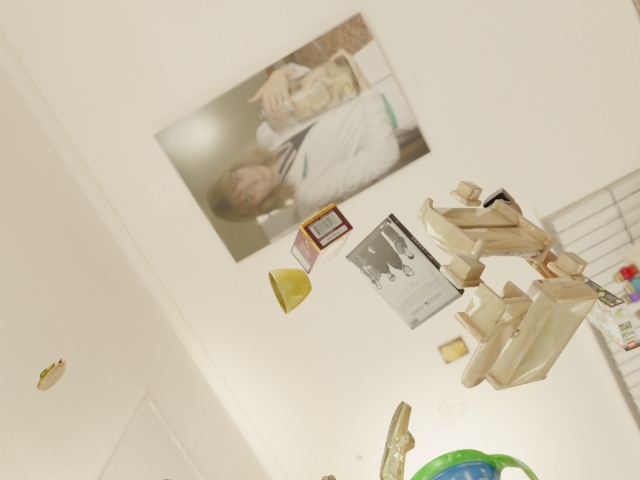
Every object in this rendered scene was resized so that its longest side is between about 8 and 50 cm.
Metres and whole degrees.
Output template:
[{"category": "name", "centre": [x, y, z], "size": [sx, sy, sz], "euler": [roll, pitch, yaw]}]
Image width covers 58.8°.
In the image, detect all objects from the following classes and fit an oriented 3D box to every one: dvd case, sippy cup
[{"category": "dvd case", "centre": [0.189, 0.076, 1.311], "size": [0.238, 0.179, 0.029], "euler": [47, -138, 4]}, {"category": "sippy cup", "centre": [0.314, 0.596, 1.167], "size": [0.240, 0.305, 0.224], "euler": [14, -159, -24]}]

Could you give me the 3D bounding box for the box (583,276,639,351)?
[{"category": "box", "centre": [0.669, 0.167, 1.338], "size": [0.207, 0.036, 0.114], "euler": [-81, -32, -78]}]

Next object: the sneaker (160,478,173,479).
[{"category": "sneaker", "centre": [-0.316, 0.627, 1.334], "size": [0.081, 0.094, 0.208], "euler": [2, 149, 41]}]

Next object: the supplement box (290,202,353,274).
[{"category": "supplement box", "centre": [0.000, 0.000, 1.381], "size": [0.081, 0.104, 0.188], "euler": [52, 160, 11]}]

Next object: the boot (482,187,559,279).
[{"category": "boot", "centre": [0.477, 0.030, 1.345], "size": [0.280, 0.096, 0.264], "euler": [51, -152, -1]}]

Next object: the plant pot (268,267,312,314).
[{"category": "plant pot", "centre": [-0.081, 0.132, 1.630], "size": [0.134, 0.095, 0.134], "euler": [58, 162, 31]}]

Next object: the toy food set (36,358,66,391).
[{"category": "toy food set", "centre": [-0.609, 0.305, 1.289], "size": [0.020, 0.082, 0.083], "euler": [36, -154, 4]}]

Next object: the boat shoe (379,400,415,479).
[{"category": "boat shoe", "centre": [0.134, 0.337, 0.948], "size": [0.050, 0.045, 0.135], "euler": [-20, -55, -88]}]

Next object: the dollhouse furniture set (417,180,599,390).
[{"category": "dollhouse furniture set", "centre": [0.230, 0.053, 0.927], "size": [0.303, 0.173, 0.355], "euler": [-1, -147, -35]}]

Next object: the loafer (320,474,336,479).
[{"category": "loafer", "centre": [-0.015, 0.527, 1.113], "size": [0.050, 0.148, 0.056], "euler": [31, 167, -18]}]
